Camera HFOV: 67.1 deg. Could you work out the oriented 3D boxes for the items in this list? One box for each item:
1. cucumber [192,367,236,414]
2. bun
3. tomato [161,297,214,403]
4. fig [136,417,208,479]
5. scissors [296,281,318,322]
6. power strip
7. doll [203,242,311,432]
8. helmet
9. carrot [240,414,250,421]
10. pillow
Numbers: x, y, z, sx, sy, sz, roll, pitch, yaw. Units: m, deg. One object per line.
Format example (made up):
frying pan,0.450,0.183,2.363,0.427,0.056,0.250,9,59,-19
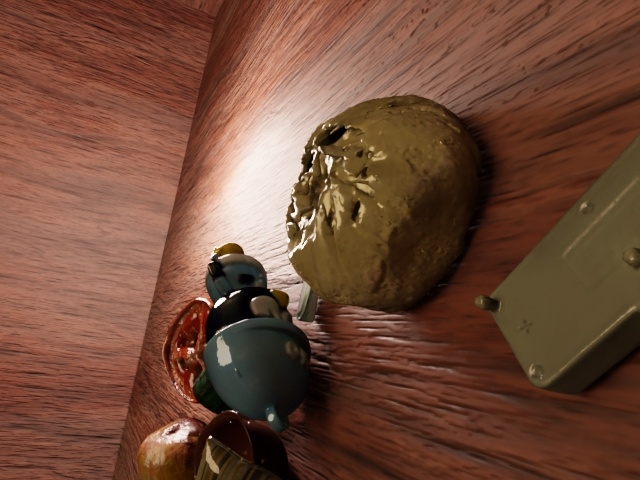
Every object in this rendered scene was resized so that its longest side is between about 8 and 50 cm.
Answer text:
cucumber,-0.153,0.217,0.878,0.243,0.063,0.115,-53,51,24
bun,0.044,-0.048,0.544,0.259,0.152,0.259,-37,47,54
tomato,-0.254,0.246,1.080,0.228,0.101,0.227,-13,70,42
fig,-0.296,0.504,1.012,0.159,0.159,0.256,-139,48,-63
scissors,0.000,0.000,0.752,0.125,0.030,0.255,-4,74,63
power strip,0.198,0.018,0.281,0.215,0.061,0.145,-61,27,31
doll,-0.098,0.135,0.710,0.141,0.177,0.314,-32,47,9
helmet,-0.100,0.322,0.693,0.155,0.106,0.175,41,116,47
carrot,-0.175,0.396,0.879,0.186,0.060,0.060,-65,26,7
pillow,-0.069,0.330,0.576,0.204,0.038,0.113,19,98,21
